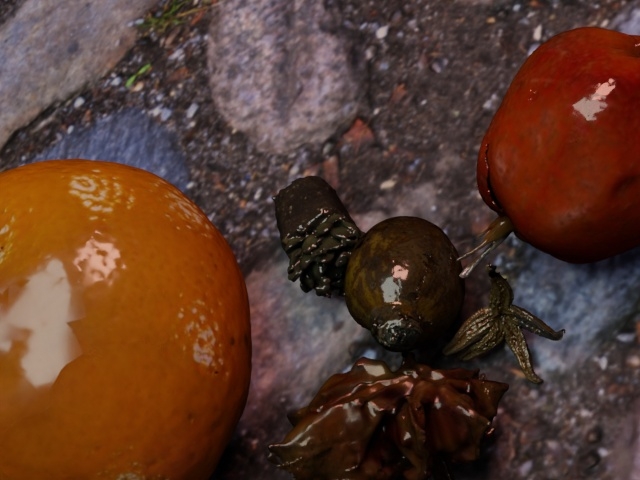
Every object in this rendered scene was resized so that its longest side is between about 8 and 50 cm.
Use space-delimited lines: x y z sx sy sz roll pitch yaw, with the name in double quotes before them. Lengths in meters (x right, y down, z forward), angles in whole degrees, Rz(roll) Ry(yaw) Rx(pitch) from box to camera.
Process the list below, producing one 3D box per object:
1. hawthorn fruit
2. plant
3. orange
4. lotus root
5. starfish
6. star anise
"hawthorn fruit" 0.241 -0.068 1.499 0.299 0.211 0.211 -46 52 15
"plant" 0.000 0.000 1.664 0.094 0.092 0.143 -32 46 4
"orange" -0.276 0.112 1.613 0.423 0.326 0.424 -13 61 25
"lotus root" 0.083 0.042 1.550 0.120 0.120 0.209 -24 21 18
"starfish" 0.179 0.071 1.520 0.133 0.130 0.041 6 31 27
"star anise" 0.092 0.206 1.466 0.237 0.148 0.346 -22 41 -36
